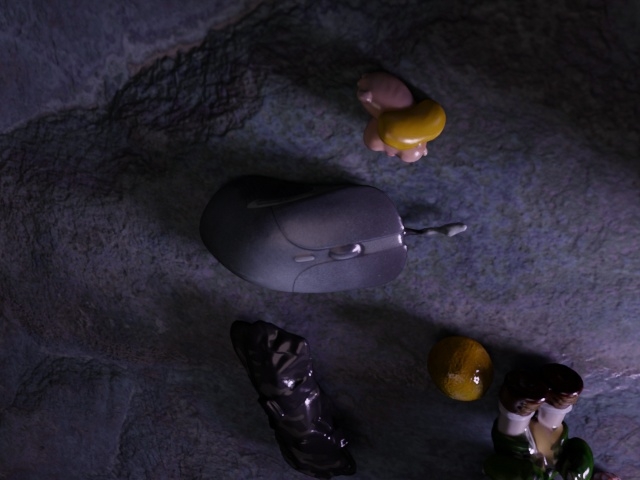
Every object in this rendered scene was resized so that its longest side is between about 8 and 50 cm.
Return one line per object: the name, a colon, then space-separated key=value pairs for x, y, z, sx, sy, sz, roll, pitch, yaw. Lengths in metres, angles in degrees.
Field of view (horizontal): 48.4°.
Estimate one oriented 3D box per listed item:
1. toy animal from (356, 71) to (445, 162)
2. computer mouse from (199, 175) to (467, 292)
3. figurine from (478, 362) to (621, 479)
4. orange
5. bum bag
toy animal: x=0.077 y=-0.130 z=0.811 sx=0.114 sy=0.091 sz=0.082 roll=34 pitch=143 yaw=-3
computer mouse: x=0.000 y=0.000 z=0.933 sx=0.379 sy=0.090 sz=0.167 roll=-3 pitch=122 yaw=24
figurine: x=0.291 y=0.346 z=0.996 sx=0.281 sy=0.167 sz=0.370 roll=-9 pitch=115 yaw=-15
orange: x=0.191 y=0.176 z=0.969 sx=0.085 sy=0.085 sz=0.095 roll=-29 pitch=105 yaw=36
bum bag: x=-0.039 y=0.263 z=1.126 sx=0.144 sy=0.095 sz=0.341 roll=4 pitch=124 yaw=39
